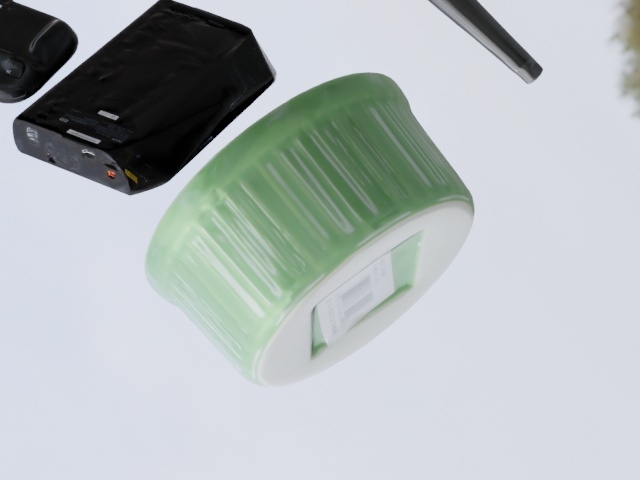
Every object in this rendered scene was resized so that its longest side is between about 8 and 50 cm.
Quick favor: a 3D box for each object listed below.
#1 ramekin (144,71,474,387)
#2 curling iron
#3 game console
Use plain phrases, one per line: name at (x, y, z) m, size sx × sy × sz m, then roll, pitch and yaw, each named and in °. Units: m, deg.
ramekin at (0.000, 0.000, 1.736) m, size 0.148 × 0.303 × 0.303 m, roll 50°, pitch -160°, yaw 19°
curling iron at (0.065, -0.212, 1.478) m, size 0.274 × 0.068 × 0.035 m, roll 35°, pitch -175°, yaw -8°
game console at (-0.233, -0.159, 1.582) m, size 0.361 × 0.044 × 0.213 m, roll 22°, pitch -136°, yaw 22°
